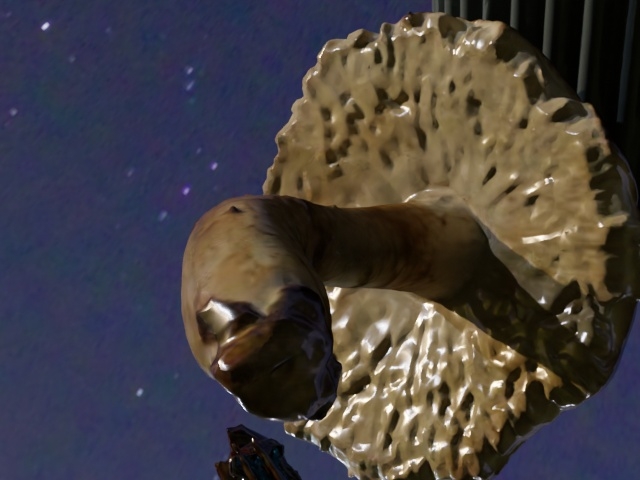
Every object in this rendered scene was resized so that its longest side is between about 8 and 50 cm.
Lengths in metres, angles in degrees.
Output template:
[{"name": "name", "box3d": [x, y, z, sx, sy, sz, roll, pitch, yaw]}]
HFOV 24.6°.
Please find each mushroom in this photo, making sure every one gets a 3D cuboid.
[{"name": "mushroom", "box3d": [0.028, -0.019, 0.655, 0.208, 0.301, 0.233, -39, -116, -4]}]

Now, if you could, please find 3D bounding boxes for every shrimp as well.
[{"name": "shrimp", "box3d": [0.010, 0.261, 1.051, 0.054, 0.222, 0.290, -30, -99, -10]}]

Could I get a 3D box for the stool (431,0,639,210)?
[{"name": "stool", "box3d": [0.193, -0.201, 0.783, 0.297, 0.297, 0.330, 7, -64, 11]}]
